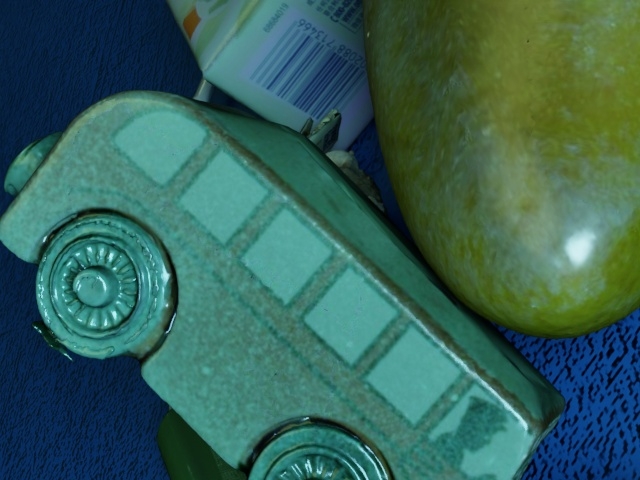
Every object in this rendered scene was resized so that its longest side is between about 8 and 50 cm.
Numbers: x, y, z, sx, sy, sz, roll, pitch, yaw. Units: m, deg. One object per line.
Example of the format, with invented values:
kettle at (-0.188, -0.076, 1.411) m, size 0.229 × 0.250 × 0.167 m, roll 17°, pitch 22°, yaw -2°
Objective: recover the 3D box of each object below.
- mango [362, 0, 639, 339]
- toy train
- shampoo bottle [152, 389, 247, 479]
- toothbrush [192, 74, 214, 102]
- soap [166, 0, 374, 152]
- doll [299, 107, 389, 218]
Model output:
mango at (0.123, -0.118, 0.736) m, size 0.221 × 0.199 × 0.384 m, roll -30°, pitch 45°, yaw 39°
toy train at (-0.023, 0.041, 0.734) m, size 0.326 × 0.129 × 0.159 m, roll 43°, pitch 99°, yaw 12°
shampoo bottle at (-0.065, 0.149, 0.906) m, size 0.065 × 0.065 × 0.204 m, roll -51°, pitch 35°, yaw 14°
toothbrush at (-0.047, -0.241, 1.191) m, size 0.040 × 0.042 × 0.418 m, roll 127°, pitch 164°, yaw -79°
soap at (-0.002, -0.194, 1.012) m, size 0.199 × 0.138 × 0.182 m, roll -50°, pitch 34°, yaw 17°
doll at (-0.006, 0.001, 0.894) m, size 0.105 × 0.115 × 0.221 m, roll -19°, pitch 39°, yaw -2°
